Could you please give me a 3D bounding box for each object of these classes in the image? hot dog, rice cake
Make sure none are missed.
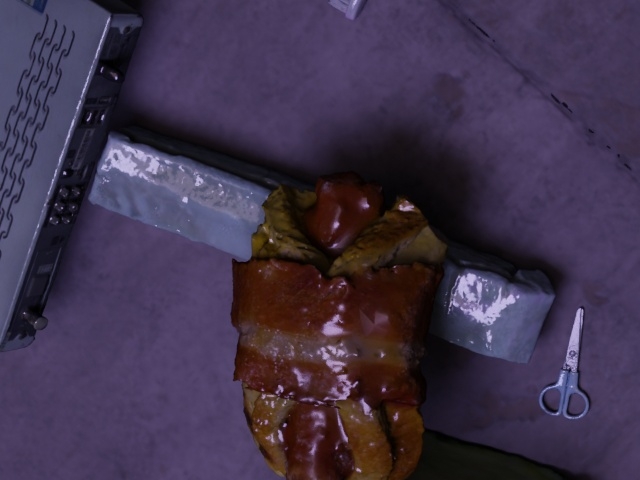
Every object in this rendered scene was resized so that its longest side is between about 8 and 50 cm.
[{"bbox_3d":[0.009,0.061,1.249,0.146,0.103,0.213,1,84,13],"label":"hot dog"},{"bbox_3d":[0.000,0.000,1.344,0.336,0.063,0.066,19,112,10],"label":"rice cake"}]

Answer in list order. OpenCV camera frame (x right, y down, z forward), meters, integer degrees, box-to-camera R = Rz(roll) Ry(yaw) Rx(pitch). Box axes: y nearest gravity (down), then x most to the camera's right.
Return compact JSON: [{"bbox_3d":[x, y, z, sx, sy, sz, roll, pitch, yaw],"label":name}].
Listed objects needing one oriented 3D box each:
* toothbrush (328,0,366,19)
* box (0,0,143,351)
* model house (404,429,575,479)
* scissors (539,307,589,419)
[{"bbox_3d":[0.073,-0.275,1.266,0.025,0.020,0.286,32,112,13],"label":"toothbrush"},{"bbox_3d":[-0.236,-0.078,1.377,0.211,0.045,0.270,32,112,29],"label":"box"},{"bbox_3d":[0.068,0.264,1.325,0.170,0.194,0.211,15,108,10],"label":"model house"},{"bbox_3d":[0.176,0.086,1.343,0.036,0.006,0.083,12,108,12],"label":"scissors"}]
